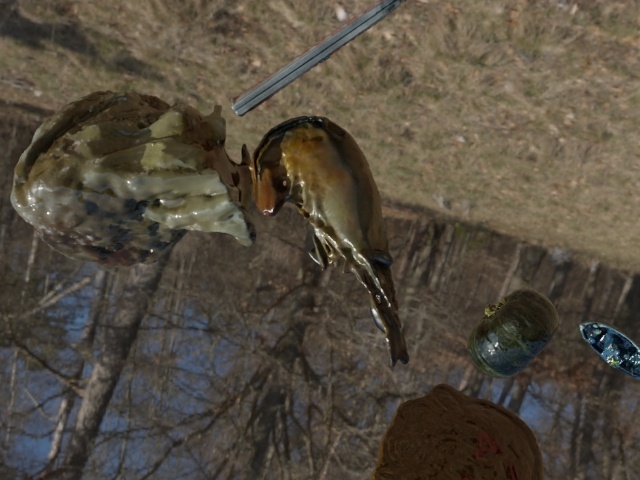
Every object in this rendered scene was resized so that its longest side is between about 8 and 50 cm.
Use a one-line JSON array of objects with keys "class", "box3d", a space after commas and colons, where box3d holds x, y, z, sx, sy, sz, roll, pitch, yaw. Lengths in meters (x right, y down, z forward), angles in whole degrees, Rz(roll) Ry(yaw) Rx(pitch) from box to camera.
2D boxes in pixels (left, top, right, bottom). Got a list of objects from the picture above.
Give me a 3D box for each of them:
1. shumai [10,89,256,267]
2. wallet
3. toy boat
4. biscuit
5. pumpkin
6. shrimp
[{"class": "shumai", "box3d": [-0.224, -0.062, 0.899, 0.262, 0.267, 0.314, 18, -161, 33]}, {"class": "wallet", "box3d": [-0.003, -0.183, 0.645, 0.020, 0.196, 0.103, 55, -179, -16]}, {"class": "toy boat", "box3d": [0.506, 0.186, 1.132, 0.137, 0.060, 0.061, 44, -140, 15]}, {"class": "biscuit", "box3d": [0.221, 0.355, 1.039, 0.257, 0.049, 0.273, 29, -132, 15]}, {"class": "pumpkin", "box3d": [0.428, 0.207, 1.483, 0.157, 0.223, 0.224, 47, -157, 8]}, {"class": "shrimp", "box3d": [0.008, 0.002, 0.627, 0.117, 0.262, 0.066, -14, 158, 3]}]
